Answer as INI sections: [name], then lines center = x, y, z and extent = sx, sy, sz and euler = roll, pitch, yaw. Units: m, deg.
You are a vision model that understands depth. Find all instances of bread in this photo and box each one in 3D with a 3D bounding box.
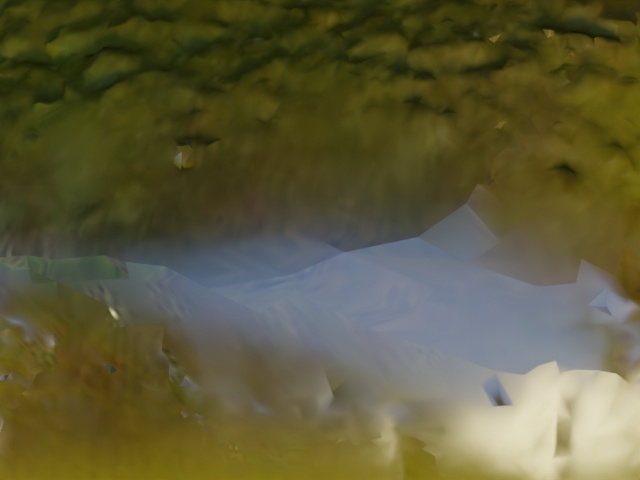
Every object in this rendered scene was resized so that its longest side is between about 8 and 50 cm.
[bread]
center = 0.000, 0.000, 0.609
extent = 0.376, 0.208, 0.251
euler = 2, 66, 13
